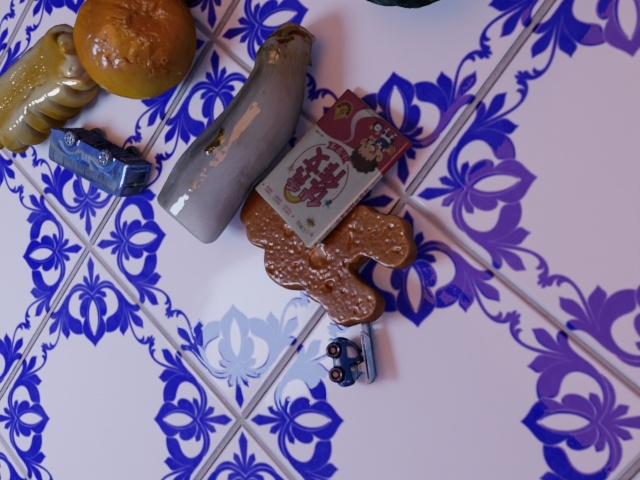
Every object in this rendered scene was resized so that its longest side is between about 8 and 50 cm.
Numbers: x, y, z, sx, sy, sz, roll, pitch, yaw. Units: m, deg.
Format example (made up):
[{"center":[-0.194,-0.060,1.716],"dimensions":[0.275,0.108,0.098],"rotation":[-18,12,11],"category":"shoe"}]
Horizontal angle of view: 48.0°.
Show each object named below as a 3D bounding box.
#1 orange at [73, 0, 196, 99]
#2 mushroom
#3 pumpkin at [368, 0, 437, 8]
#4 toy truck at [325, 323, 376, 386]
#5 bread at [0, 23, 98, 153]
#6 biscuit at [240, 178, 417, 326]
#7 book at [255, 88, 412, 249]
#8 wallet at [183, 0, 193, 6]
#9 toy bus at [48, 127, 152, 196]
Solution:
[{"center":[-0.334,-0.365,1.308],"dimensions":[0.219,0.219,0.193],"rotation":[56,153,19],"category":"orange"},{"center":[-0.133,-0.187,1.232],"dimensions":[0.397,0.126,0.177],"rotation":[-49,40,17],"category":"mushroom"},{"center":[0.148,-0.471,1.014],"dimensions":[0.197,0.263,0.292],"rotation":[31,106,23],"category":"pumpkin"},{"center":[0.046,0.167,1.160],"dimensions":[0.074,0.063,0.136],"rotation":[-10,81,9],"category":"toy truck"},{"center":[-0.580,-0.302,1.491],"dimensions":[0.311,0.121,0.172],"rotation":[-30,71,25],"category":"bread"},{"center":[0.000,0.000,1.186],"dimensions":[0.334,0.047,0.202],"rotation":[30,94,32],"category":"biscuit"},{"center":[0.017,-0.119,1.169],"dimensions":[0.232,0.022,0.162],"rotation":[-46,58,6],"category":"book"},{"center":[-0.288,-0.467,1.393],"dimensions":[0.157,0.018,0.082],"rotation":[-34,74,24],"category":"wallet"},{"center":[-0.443,-0.161,1.439],"dimensions":[0.237,0.079,0.094],"rotation":[27,117,27],"category":"toy bus"}]
